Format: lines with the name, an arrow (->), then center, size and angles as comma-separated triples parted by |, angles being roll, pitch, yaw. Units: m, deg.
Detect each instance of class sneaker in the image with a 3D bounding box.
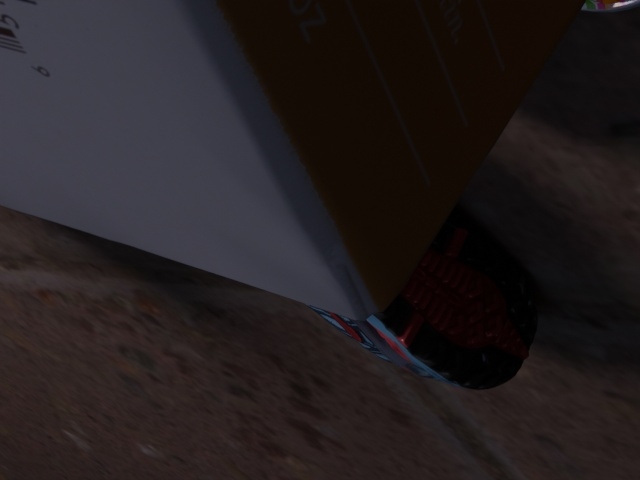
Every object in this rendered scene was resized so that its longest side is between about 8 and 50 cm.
sneaker -> 0.000, 0.000, 1.105 | 0.262, 0.104, 0.125 | 45, 156, -23

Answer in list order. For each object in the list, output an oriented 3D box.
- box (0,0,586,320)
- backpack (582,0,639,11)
box -> 0.001, -0.193, 0.426 | 0.168, 0.345, 0.215 | 16, 151, 34
backpack -> 0.101, -0.162, 0.619 | 0.188, 0.144, 0.166 | 8, 141, 40
